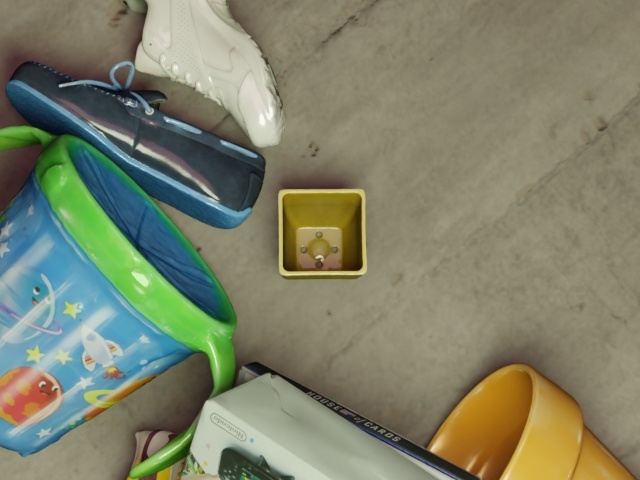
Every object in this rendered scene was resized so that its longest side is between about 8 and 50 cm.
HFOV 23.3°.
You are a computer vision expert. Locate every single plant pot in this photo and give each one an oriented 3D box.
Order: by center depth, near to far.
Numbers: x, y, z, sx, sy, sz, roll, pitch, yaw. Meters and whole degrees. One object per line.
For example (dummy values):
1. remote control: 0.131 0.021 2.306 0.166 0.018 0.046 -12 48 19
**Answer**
1. plant pot: 0.201 0.244 1.380 0.188 0.205 0.205 34 78 -11
2. plant pot: 0.000 0.000 1.469 0.081 0.083 0.081 0 79 -3

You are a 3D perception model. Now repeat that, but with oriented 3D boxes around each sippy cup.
1. sippy cup: -0.232 0.062 1.380 0.224 0.240 0.305 -40 41 6

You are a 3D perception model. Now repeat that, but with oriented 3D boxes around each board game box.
1. board game box: -0.026 0.298 1.286 0.224 0.097 0.303 31 116 25

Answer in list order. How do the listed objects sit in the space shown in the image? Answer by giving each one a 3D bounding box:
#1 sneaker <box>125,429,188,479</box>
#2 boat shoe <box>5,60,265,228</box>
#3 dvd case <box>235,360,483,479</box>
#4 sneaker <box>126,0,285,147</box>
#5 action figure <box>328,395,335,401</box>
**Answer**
1. sneaker: -0.151 0.266 1.420 0.084 0.069 0.185 15 93 38
2. boat shoe: -0.174 -0.103 1.488 0.258 0.109 0.089 31 71 -12
3. dvd case: 0.012 0.231 1.325 0.239 0.029 0.179 26 113 30
4. sneaker: -0.118 -0.175 1.509 0.115 0.090 0.232 -30 72 -2
5. action figure: 0.000 0.275 1.417 0.137 0.063 0.232 -25 74 -5
